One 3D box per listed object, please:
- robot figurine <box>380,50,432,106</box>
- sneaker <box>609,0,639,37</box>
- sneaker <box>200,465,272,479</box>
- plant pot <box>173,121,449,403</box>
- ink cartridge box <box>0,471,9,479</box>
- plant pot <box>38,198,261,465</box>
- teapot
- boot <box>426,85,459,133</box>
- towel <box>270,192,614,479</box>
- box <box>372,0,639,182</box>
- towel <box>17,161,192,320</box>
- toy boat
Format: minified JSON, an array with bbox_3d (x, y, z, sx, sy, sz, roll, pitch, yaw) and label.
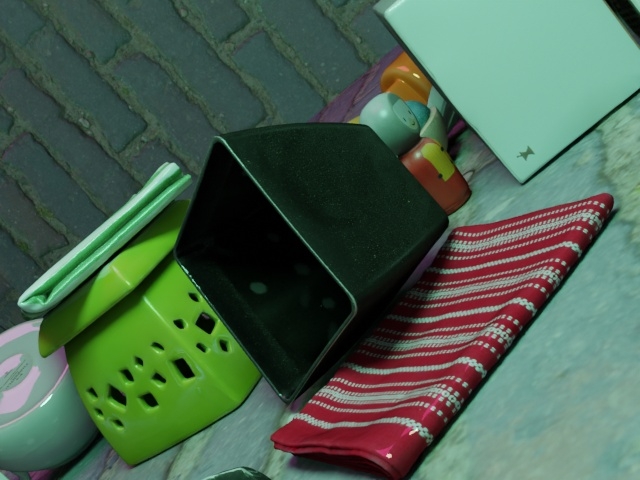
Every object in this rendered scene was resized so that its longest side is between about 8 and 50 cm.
[{"bbox_3d":[0.181,-0.255,1.408,0.128,0.158,0.219,25,61,36],"label":"robot figurine"},{"bbox_3d":[0.319,-0.349,0.967,0.123,0.290,0.106,-34,-17,11],"label":"sneaker"},{"bbox_3d":[-0.107,0.229,0.676,0.178,0.072,0.077,-37,0,-2],"label":"sneaker"},{"bbox_3d":[0.000,0.000,0.830,0.167,0.188,0.187,-29,-19,-36],"label":"plant pot"},{"bbox_3d":[-0.409,0.347,0.847,0.131,0.226,0.306,-32,15,42],"label":"ink cartridge box"},{"bbox_3d":[-0.184,0.096,1.101,0.227,0.207,0.228,-35,12,36],"label":"plant pot"},{"bbox_3d":[-0.421,0.260,1.390,0.256,0.187,0.252,-25,39,0],"label":"teapot"},{"bbox_3d":[0.219,-0.224,1.231,0.095,0.123,0.258,-67,-8,-65],"label":"boot"},{"bbox_3d":[0.089,0.069,0.707,0.275,0.031,0.199,-46,12,-23],"label":"towel"},{"bbox_3d":[0.191,-0.226,1.012,0.168,0.215,0.345,-39,11,11],"label":"box"},{"bbox_3d":[-0.279,0.006,1.137,0.248,0.038,0.325,-45,11,-15],"label":"towel"},{"bbox_3d":[0.065,-0.093,1.107,0.267,0.148,0.318,-45,11,-14],"label":"toy boat"}]
